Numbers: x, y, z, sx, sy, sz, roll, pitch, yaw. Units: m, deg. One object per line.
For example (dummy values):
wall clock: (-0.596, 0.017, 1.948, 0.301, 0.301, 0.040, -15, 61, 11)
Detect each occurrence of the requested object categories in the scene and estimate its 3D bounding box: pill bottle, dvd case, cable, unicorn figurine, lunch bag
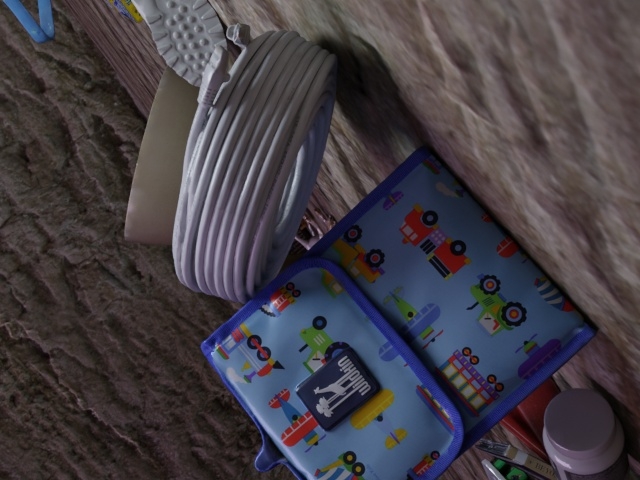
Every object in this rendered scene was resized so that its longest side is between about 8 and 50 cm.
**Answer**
pill bottle: (0.265, 0.206, 0.874, 0.078, 0.078, 0.137, 44, 170, 39)
dvd case: (0.297, 0.289, 1.020, 0.221, 0.018, 0.164, 26, 171, 3)
cable: (-0.055, -0.068, 0.818, 0.089, 0.257, 0.257, 19, -164, 6)
unicorn figurine: (0.000, 0.000, 1.495, 0.111, 0.060, 0.162, 53, 172, -14)
lunch bag: (0.053, 0.102, 0.788, 0.221, 0.293, 0.138, 48, 173, 11)

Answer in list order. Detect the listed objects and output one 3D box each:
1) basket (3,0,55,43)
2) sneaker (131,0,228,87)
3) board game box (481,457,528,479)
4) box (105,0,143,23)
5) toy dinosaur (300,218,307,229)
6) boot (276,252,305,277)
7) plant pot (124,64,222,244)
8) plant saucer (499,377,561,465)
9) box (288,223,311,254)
basket: (-0.513, -0.499, 1.421, 0.255, 0.201, 0.289, 63, -164, -62)
sneaker: (-0.195, -0.306, 1.129, 0.235, 0.090, 0.095, 57, -177, -19)
board game box: (0.481, 0.602, 1.648, 0.390, 0.050, 0.390, 45, 171, 37)
box: (-0.302, -0.390, 1.370, 0.054, 0.059, 0.169, 57, 170, -34)
toy dinosaur: (-0.070, -0.061, 1.598, 0.112, 0.064, 0.211, 52, 172, -2)
boot: (-0.098, 0.107, 1.738, 0.095, 0.261, 0.204, -89, 13, -47)
plant pot: (-0.175, -0.115, 1.363, 0.190, 0.284, 0.284, 14, 176, -7)
plant saucer: (0.217, 0.169, 1.099, 0.259, 0.047, 0.258, 54, 172, -29)
box: (-0.145, -0.053, 1.805, 0.191, 0.143, 0.381, 39, 165, 53)
